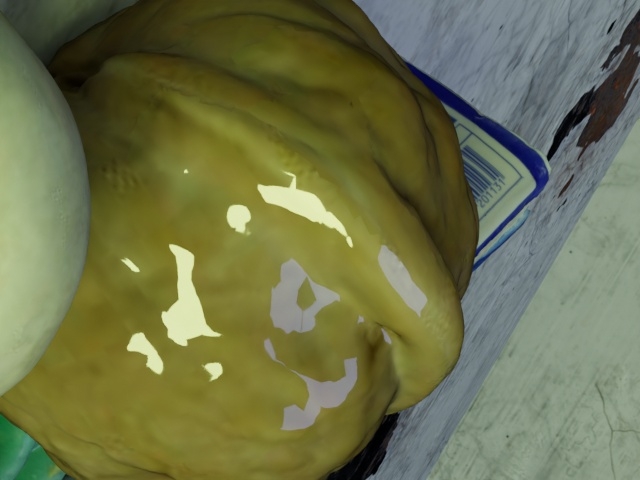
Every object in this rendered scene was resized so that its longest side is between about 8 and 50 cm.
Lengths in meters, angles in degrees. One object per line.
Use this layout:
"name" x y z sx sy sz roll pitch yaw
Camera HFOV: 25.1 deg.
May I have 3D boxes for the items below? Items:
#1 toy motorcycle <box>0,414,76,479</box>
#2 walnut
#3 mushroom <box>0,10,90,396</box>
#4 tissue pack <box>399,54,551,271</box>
"toy motorcycle" -0.225 0.154 0.907 0.198 0.109 0.296 -68 159 5
"walnut" -0.051 0.001 0.773 0.296 0.285 0.285 -55 164 -32
"mushroom" -0.218 -0.003 0.515 0.260 0.234 0.254 -5 102 -20
"tissue pack" 0.000 0.000 1.010 0.269 0.209 0.137 -46 161 -29
